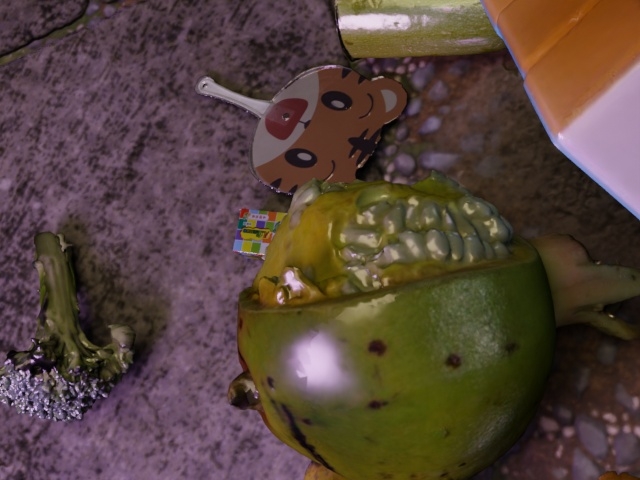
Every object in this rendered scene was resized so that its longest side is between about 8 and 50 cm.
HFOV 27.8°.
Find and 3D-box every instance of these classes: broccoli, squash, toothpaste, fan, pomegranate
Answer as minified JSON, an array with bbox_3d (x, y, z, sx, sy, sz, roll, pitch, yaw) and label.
[{"bbox_3d":[-0.248,0.077,1.224,0.122,0.118,0.204,-45,40,36],"label":"broccoli"},{"bbox_3d":[0.113,-0.211,1.173,0.188,0.095,0.095,2,73,22],"label":"squash"},{"bbox_3d":[0.000,0.000,1.177,0.164,0.034,0.046,6,78,24],"label":"toothpaste"},{"bbox_3d":[-0.035,-0.116,1.236,0.227,0.008,0.152,23,73,31],"label":"fan"},{"bbox_3d":[0.091,0.065,1.007,0.341,0.260,0.260,-7,67,-8],"label":"pomegranate"}]

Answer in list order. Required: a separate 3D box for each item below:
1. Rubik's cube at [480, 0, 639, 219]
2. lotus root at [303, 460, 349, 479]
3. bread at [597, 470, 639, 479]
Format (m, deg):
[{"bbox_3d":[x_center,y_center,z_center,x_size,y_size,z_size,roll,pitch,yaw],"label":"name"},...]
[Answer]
[{"bbox_3d":[0.320,-0.139,0.866,0.291,0.290,0.291,-44,25,19],"label":"Rubik's cube"},{"bbox_3d":[0.001,0.310,1.006,0.169,0.141,0.314,-9,65,15],"label":"lotus root"},{"bbox_3d":[0.239,0.256,0.971,0.128,0.069,0.140,26,84,26],"label":"bread"}]
